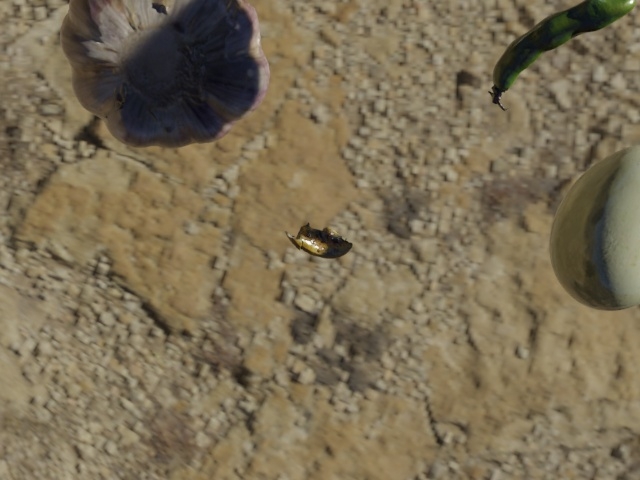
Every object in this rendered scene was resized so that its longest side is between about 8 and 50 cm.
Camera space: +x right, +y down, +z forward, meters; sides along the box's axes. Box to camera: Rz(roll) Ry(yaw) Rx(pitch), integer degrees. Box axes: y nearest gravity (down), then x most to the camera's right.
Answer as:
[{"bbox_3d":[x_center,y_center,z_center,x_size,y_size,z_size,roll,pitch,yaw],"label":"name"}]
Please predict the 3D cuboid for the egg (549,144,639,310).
[{"bbox_3d":[0.434,-0.018,2.035,0.188,0.188,0.254,13,115,-29],"label":"egg"}]

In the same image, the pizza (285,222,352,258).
[{"bbox_3d":[0.000,0.000,1.356,0.083,0.037,0.016,10,136,-43],"label":"pizza"}]

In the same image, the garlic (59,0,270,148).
[{"bbox_3d":[-0.174,-0.221,1.624,0.244,0.160,0.245,2,110,4],"label":"garlic"}]

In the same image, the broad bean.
[{"bbox_3d":[0.291,-0.249,1.777,0.069,0.227,0.039,38,36,-22],"label":"broad bean"}]
